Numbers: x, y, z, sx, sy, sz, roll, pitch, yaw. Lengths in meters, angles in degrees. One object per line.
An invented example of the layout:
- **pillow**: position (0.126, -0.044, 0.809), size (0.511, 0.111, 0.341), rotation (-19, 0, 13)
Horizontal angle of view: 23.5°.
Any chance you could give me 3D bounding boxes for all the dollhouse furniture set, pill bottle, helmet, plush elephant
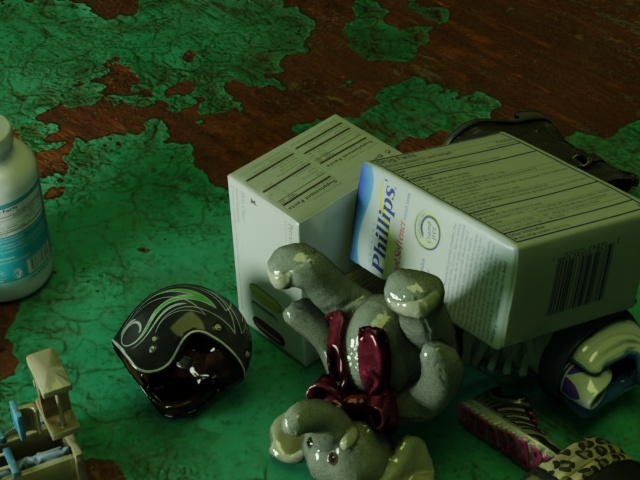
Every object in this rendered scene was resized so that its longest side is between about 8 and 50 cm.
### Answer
- **dollhouse furniture set**: position (-0.379, 0.224, 1.920), size (0.129, 0.184, 0.129), rotation (-18, 42, -19)
- **pill bottle**: position (-0.468, -0.051, 2.192), size (0.146, 0.264, 0.146), rotation (-1, 39, 1)
- **helmet**: position (-0.176, 0.137, 2.038), size (0.161, 0.169, 0.169), rotation (-36, 48, -13)
- **plush elephant**: position (0.044, 0.195, 1.911), size (0.272, 0.330, 0.255), rotation (16, 65, 38)

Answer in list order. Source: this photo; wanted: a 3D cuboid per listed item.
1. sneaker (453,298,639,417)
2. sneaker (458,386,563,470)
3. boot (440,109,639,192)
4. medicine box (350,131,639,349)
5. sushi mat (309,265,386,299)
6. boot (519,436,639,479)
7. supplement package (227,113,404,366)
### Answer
- **sneaker**: position (0.276, 0.140, 2.023), size (0.322, 0.130, 0.236), rotation (-2, 28, -15)
- **sneaker**: position (0.260, 0.239, 1.978), size (0.075, 0.063, 0.170), rotation (-37, 46, -27)
- **boot**: position (0.331, -0.107, 2.372), size (0.263, 0.091, 0.229), rotation (-21, 43, -25)
- **medicine box**: position (0.231, -0.009, 1.990), size (0.263, 0.149, 0.289), rotation (-14, 32, -38)
- **sushi mat**: position (0.121, 0.076, 2.126), size (0.316, 0.151, 0.019), rotation (-32, 21, -32)
- **boot**: position (0.314, 0.392, 1.740), size (0.377, 0.138, 0.284), rotation (-36, 44, -22)
- **supplement package**: position (0.000, 0.000, 2.118), size (0.204, 0.262, 0.145), rotation (-32, 48, -31)
